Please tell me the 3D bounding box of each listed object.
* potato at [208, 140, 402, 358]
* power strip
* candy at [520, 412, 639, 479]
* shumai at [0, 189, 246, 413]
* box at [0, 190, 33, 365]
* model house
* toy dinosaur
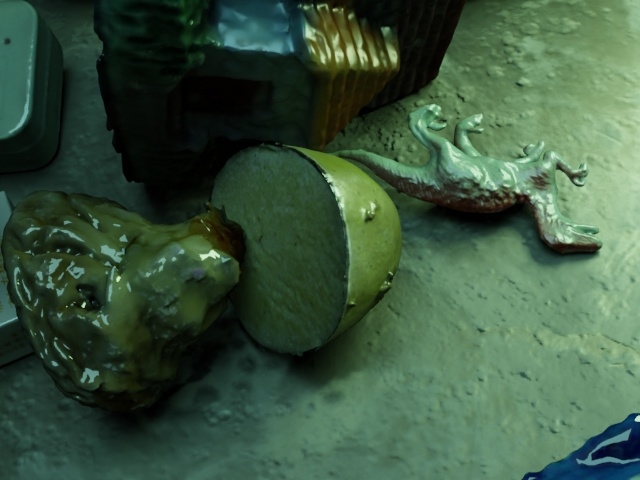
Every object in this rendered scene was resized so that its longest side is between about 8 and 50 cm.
[{"bbox_3d":[0.000,0.000,0.900,0.117,0.182,0.202,-10,7,-36],"label":"potato"},{"bbox_3d":[-0.393,-0.190,1.113,0.230,0.141,0.261,-6,68,6],"label":"power strip"},{"bbox_3d":[0.280,0.262,0.699,0.187,0.077,0.331,-23,52,-10],"label":"candy"},{"bbox_3d":[-0.152,0.026,0.853,0.176,0.166,0.205,-33,72,19],"label":"shumai"},{"bbox_3d":[-0.372,0.067,0.944,0.233,0.067,0.149,-24,54,-7],"label":"box"},{"bbox_3d":[-0.004,-0.209,0.936,0.339,0.360,0.297,4,65,-3],"label":"model house"},{"bbox_3d":[0.127,-0.056,0.958,0.242,0.053,0.167,-3,61,-4],"label":"toy dinosaur"}]
